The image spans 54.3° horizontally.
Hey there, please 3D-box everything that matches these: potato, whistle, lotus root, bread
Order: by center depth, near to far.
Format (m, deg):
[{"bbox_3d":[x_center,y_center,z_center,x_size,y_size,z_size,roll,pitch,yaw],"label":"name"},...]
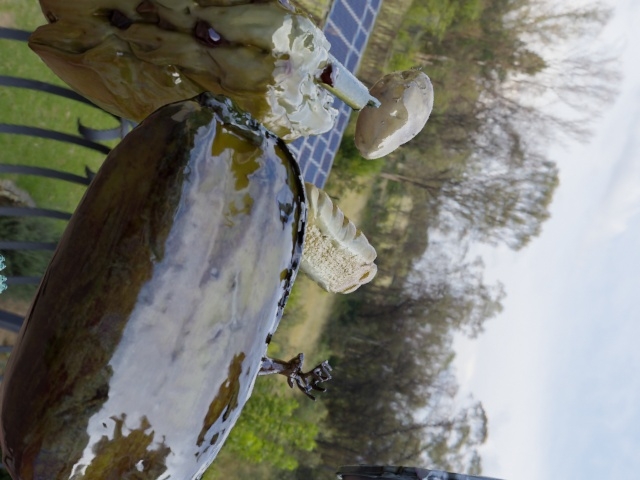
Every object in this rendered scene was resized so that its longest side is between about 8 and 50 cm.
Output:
[{"bbox_3d":[-0.138,0.068,0.520,0.397,0.196,0.179,-66,-170,-3],"label":"lotus root"},{"bbox_3d":[-0.153,-0.208,0.735,0.191,0.370,0.314,-62,168,1],"label":"bread"},{"bbox_3d":[0.010,-0.301,1.113,0.326,0.068,0.057,20,91,-56],"label":"whistle"},{"bbox_3d":[0.000,0.000,1.410,0.311,0.173,0.121,46,20,-34],"label":"bread"},{"bbox_3d":[0.169,-0.306,1.497,0.235,0.161,0.128,-33,-166,11],"label":"potato"}]

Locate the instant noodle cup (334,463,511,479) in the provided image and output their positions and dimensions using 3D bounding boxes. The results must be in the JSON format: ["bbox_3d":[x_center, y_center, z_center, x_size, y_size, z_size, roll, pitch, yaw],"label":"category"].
[{"bbox_3d":[0.096,0.267,0.527,0.208,0.178,0.125,37,52,-48],"label":"instant noodle cup"}]

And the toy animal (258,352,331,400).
[{"bbox_3d":[-0.127,0.264,1.297,0.243,0.260,0.087,-11,125,-62],"label":"toy animal"}]

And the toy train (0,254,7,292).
[{"bbox_3d":[-0.721,0.072,1.380,0.029,0.045,0.092,-21,108,-77],"label":"toy train"}]
